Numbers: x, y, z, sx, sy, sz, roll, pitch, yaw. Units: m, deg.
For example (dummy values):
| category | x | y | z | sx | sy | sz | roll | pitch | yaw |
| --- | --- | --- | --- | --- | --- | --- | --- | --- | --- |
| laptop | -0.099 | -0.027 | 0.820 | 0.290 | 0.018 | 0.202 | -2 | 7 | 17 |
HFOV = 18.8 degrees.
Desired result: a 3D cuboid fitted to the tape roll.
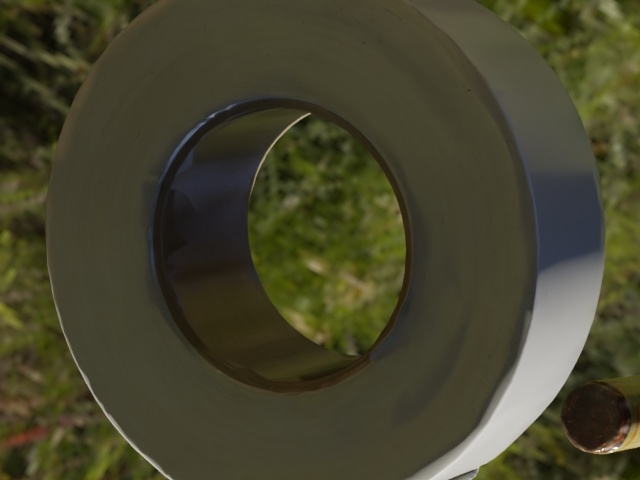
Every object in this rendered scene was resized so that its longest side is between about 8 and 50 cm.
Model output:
| category | x | y | z | sx | sy | sz | roll | pitch | yaw |
| --- | --- | --- | --- | --- | --- | --- | --- | --- | --- |
| tape roll | 0.000 | 0.000 | 1.003 | 0.286 | 0.286 | 0.100 | -58 | 160 | 19 |

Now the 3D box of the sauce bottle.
| category | x | y | z | sx | sy | sz | roll | pitch | yaw |
| --- | --- | --- | --- | --- | --- | --- | --- | --- | --- |
| sauce bottle | 0.184 | 0.096 | 1.100 | 0.128 | 0.042 | 0.042 | -3 | 132 | -52 |
